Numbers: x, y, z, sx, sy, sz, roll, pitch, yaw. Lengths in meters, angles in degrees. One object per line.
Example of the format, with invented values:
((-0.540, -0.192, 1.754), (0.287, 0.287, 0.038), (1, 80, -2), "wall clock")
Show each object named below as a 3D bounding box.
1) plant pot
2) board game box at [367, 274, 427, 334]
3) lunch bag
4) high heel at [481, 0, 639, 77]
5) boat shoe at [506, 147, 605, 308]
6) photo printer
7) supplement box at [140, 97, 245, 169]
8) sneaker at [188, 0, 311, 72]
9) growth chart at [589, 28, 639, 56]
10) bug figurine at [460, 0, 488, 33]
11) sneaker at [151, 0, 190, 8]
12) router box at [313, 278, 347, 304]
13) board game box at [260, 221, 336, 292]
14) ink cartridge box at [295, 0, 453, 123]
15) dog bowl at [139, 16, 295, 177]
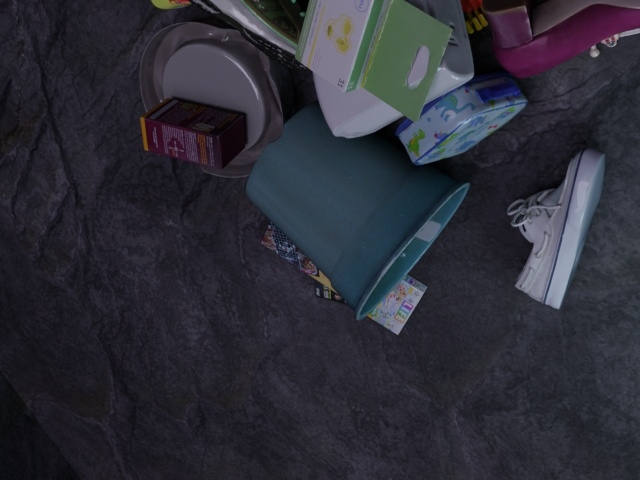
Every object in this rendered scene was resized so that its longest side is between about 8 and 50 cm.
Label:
((0.056, -0.079, 1.669), (0.334, 0.341, 0.341), (39, 133, 10), "plant pot")
((0.166, 0.135, 1.938), (0.103, 0.026, 0.154), (31, 132, 8), "board game box")
((0.253, -0.221, 1.501), (0.176, 0.219, 0.090), (-38, 78, 44), "lunch bag")
((0.458, -0.351, 1.364), (0.377, 0.127, 0.181), (3, 152, 32), "high heel")
((0.425, -0.034, 1.609), (0.156, 0.136, 0.367), (21, 140, 20), "boat shoe")
((0.101, -0.328, 1.442), (0.307, 0.107, 0.256), (-22, 72, 48), "photo printer")
((-0.260, -0.221, 1.748), (0.188, 0.104, 0.081), (16, 129, 21), "supplement box")
((-0.089, -0.458, 1.588), (0.410, 0.182, 0.158), (32, 180, -20), "sneaker")
((0.511, -0.401, 1.345), (0.237, 0.021, 0.172), (-11, 114, 43), "growth chart")
((0.184, -0.481, 1.460), (0.216, 0.072, 0.279), (-13, 119, 43), "bug figurine")
((-0.272, -0.506, 1.697), (0.208, 0.094, 0.081), (-9, 118, 36), "sneaker")
((0.032, 0.084, 1.973), (0.092, 0.038, 0.122), (13, 127, 23), "router box")
((0.000, 0.000, 1.895), (0.243, 0.042, 0.165), (33, 120, 12), "board game box")
((0.074, -0.305, 1.322), (0.235, 0.056, 0.171), (41, 132, 27), "ink cartridge box")
((-0.209, -0.308, 1.795), (0.349, 0.102, 0.348), (16, 129, 21), "dog bowl")
